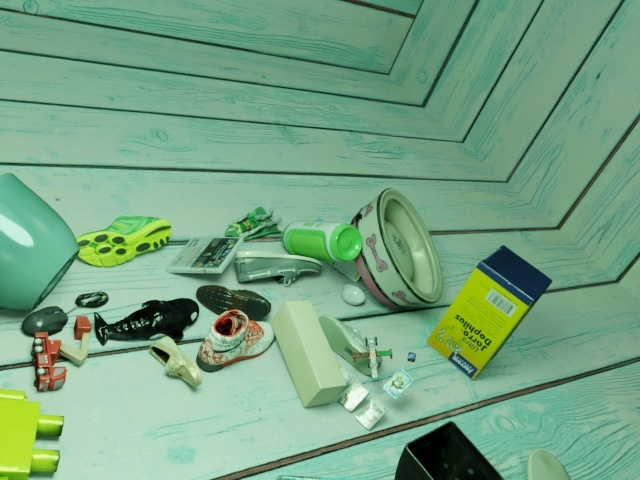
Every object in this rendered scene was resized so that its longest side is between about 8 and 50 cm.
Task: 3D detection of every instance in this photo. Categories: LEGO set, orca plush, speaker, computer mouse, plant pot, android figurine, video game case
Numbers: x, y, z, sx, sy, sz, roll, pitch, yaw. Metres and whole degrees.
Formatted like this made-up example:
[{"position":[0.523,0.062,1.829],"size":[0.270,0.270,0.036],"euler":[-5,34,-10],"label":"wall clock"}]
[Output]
[{"position":[0.148,0.373,1.734],"size":[0.182,0.060,0.244],"euler":[40,71,21],"label":"LEGO set"},{"position":[-0.434,0.181,1.627],"size":[0.287,0.102,0.151],"euler":[3,39,-32],"label":"orca plush"},{"position":[0.000,0.000,2.038],"size":[0.131,0.131,0.296],"euler":[-2,5,-37],"label":"speaker"},{"position":[-0.627,0.172,1.566],"size":[0.071,0.041,0.242],"euler":[35,33,16],"label":"computer mouse"},{"position":[-0.725,0.026,1.496],"size":[0.235,0.293,0.293],"euler":[37,31,-10],"label":"plant pot"},{"position":[-0.649,0.388,1.225],"size":[0.272,0.056,0.248],"euler":[10,36,-24],"label":"android figurine"},{"position":[-0.343,0.042,1.893],"size":[0.173,0.022,0.190],"euler":[0,28,16],"label":"video game case"},{"position":[0.282,0.575,1.495],"size":[0.187,0.167,0.188],"euler":[-9,47,-43],"label":"plant pot"}]

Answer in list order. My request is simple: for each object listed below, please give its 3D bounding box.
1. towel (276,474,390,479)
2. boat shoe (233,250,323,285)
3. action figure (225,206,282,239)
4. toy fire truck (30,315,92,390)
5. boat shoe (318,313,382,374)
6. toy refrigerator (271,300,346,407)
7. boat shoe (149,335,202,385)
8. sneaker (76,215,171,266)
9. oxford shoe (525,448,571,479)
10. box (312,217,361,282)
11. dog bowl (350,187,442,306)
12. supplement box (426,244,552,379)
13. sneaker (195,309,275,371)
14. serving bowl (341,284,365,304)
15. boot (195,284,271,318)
[{"position":[0.083,0.614,1.272],"size":[0.370,0.040,0.271],"euler":[4,47,0],"label":"towel"},{"position":[-0.131,0.095,1.999],"size":[0.319,0.116,0.099],"euler":[8,79,-37],"label":"boat shoe"},{"position":[-0.235,-0.052,2.146],"size":[0.137,0.063,0.232],"euler":[43,39,20],"label":"action figure"},{"position":[-0.593,0.259,1.458],"size":[0.135,0.047,0.192],"euler":[4,39,-33],"label":"toy fire truck"},{"position":[0.088,0.299,1.853],"size":[0.227,0.079,0.081],"euler":[42,28,14],"label":"boat shoe"},{"position":[-0.033,0.300,1.696],"size":[0.094,0.102,0.270],"euler":[1,48,-36],"label":"toy refrigerator"},{"position":[-0.358,0.305,1.547],"size":[0.170,0.063,0.059],"euler":[34,34,31],"label":"boat shoe"},{"position":[-0.576,-0.004,1.820],"size":[0.123,0.110,0.295],"euler":[21,25,39],"label":"sneaker"},{"position":[0.652,0.714,1.591],"size":[0.169,0.130,0.449],"euler":[15,32,-14],"label":"oxford shoe"},{"position":[0.058,0.033,2.184],"size":[0.244,0.101,0.060],"euler":[36,32,15],"label":"box"},{"position":[0.247,0.041,2.109],"size":[0.408,0.150,0.408],"euler":[39,38,-39],"label":"dog bowl"},{"position":[0.527,0.226,1.987],"size":[0.195,0.357,0.194],"euler":[39,34,20],"label":"supplement box"},{"position":[-0.199,0.241,1.663],"size":[0.090,0.145,0.270],"euler":[42,35,24],"label":"sneaker"},{"position":[0.103,0.184,2.065],"size":[0.083,0.027,0.083],"euler":[17,33,-12],"label":"serving bowl"},{"position":[-0.244,0.177,1.818],"size":[0.219,0.082,0.106],"euler":[16,1,9],"label":"boot"}]
